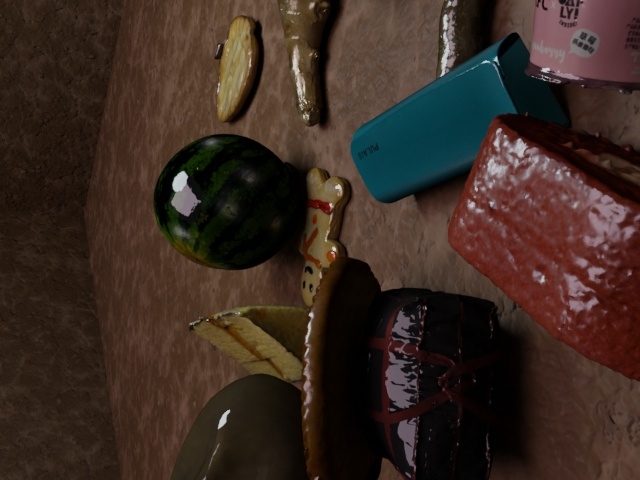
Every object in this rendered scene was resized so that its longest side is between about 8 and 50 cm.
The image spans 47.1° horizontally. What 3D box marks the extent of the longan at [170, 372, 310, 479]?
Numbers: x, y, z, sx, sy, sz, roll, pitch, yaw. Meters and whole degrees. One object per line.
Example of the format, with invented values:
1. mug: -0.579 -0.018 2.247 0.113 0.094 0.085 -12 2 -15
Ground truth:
1. longan: -0.096 0.387 1.152 0.288 0.289 0.349 -24 56 60

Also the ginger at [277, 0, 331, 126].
1. ginger: -0.022 -0.343 1.263 0.131 0.086 0.294 -1 95 54

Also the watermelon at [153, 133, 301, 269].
1. watermelon: -0.167 -0.067 1.319 0.269 0.269 0.268 -8 81 63

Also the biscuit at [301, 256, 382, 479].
1. biscuit: 0.036 0.178 0.914 0.040 0.318 0.317 -1 90 18

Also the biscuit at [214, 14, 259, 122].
1. biscuit: -0.188 -0.374 1.629 0.203 0.041 0.260 64 143 38

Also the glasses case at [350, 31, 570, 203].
1. glasses case: 0.143 -0.128 0.875 0.117 0.070 0.301 58 153 -5

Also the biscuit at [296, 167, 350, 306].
1. biscuit: 0.000 0.000 1.241 0.153 0.030 0.234 -150 66 -62

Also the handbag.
1. handbag: 0.123 0.159 0.836 0.169 0.155 0.215 163 110 -73

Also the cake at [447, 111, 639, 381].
1. cake: 0.231 -0.001 0.623 0.283 0.177 0.150 54 135 48

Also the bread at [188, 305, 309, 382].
1. bread: -0.128 0.191 1.313 0.240 0.178 0.135 -24 66 58

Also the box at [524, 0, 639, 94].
1. box: 0.252 -0.203 0.640 0.151 0.151 0.135 -133 42 -54

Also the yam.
1. yam: 0.178 -0.310 0.879 0.061 0.061 0.252 17 103 62
